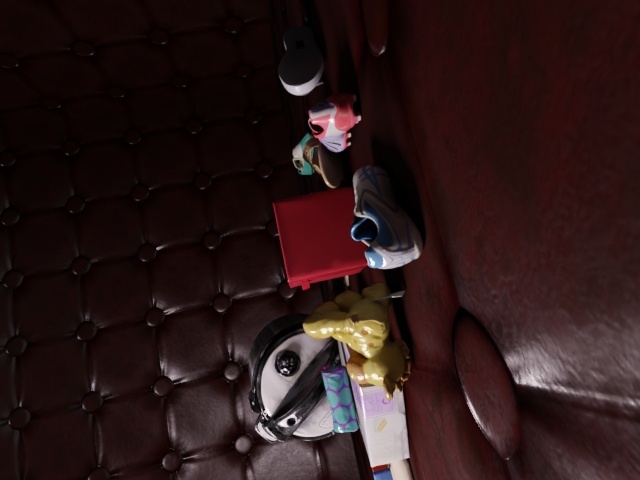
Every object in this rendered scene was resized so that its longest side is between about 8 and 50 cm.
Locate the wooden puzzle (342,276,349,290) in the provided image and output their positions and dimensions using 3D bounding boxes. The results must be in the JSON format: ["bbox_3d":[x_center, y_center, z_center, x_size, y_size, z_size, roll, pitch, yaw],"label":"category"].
[{"bbox_3d":[0.082,0.108,1.422,0.079,0.014,0.116,-112,11,-45],"label":"wooden puzzle"}]

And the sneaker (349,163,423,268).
[{"bbox_3d":[0.077,-0.046,0.635,0.237,0.086,0.085,-105,4,-55],"label":"sneaker"}]

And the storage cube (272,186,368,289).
[{"bbox_3d":[0.000,0.000,1.027,0.184,0.193,0.215,102,155,-79],"label":"storage cube"}]

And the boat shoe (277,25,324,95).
[{"bbox_3d":[-0.047,-0.432,1.075,0.105,0.113,0.306,74,-177,-46],"label":"boat shoe"}]

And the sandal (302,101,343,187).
[{"bbox_3d":[-0.005,-0.216,1.016,0.088,0.079,0.240,25,-127,-47],"label":"sandal"}]

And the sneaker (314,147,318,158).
[{"bbox_3d":[0.010,-0.238,1.125,0.191,0.071,0.083,-127,36,-74],"label":"sneaker"}]

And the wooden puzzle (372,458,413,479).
[{"bbox_3d":[0.192,0.699,1.070,0.348,0.080,0.322,91,167,-69],"label":"wooden puzzle"}]

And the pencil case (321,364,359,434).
[{"bbox_3d":[0.045,0.377,1.009,0.070,0.064,0.152,160,99,-69],"label":"pencil case"}]

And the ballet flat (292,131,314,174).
[{"bbox_3d":[-0.071,-0.343,1.729,0.247,0.087,0.083,89,169,-65],"label":"ballet flat"}]

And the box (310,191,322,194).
[{"bbox_3d":[0.011,-0.076,1.604,0.220,0.051,0.175,-111,11,-69],"label":"box"}]

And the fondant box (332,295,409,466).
[{"bbox_3d":[0.114,0.322,1.034,0.330,0.096,0.238,-114,13,-66],"label":"fondant box"}]

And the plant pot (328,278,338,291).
[{"bbox_3d":[0.040,0.103,1.821,0.236,0.032,0.237,168,90,-86],"label":"plant pot"}]

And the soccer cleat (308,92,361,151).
[{"bbox_3d":[0.017,-0.231,0.856,0.248,0.095,0.083,-178,77,-85],"label":"soccer cleat"}]

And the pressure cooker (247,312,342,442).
[{"bbox_3d":[-0.054,0.441,1.392,0.420,0.375,0.370,160,107,-77],"label":"pressure cooker"}]

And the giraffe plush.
[{"bbox_3d":[0.093,0.186,0.768,0.210,0.181,0.171,-15,98,51],"label":"giraffe plush"}]
